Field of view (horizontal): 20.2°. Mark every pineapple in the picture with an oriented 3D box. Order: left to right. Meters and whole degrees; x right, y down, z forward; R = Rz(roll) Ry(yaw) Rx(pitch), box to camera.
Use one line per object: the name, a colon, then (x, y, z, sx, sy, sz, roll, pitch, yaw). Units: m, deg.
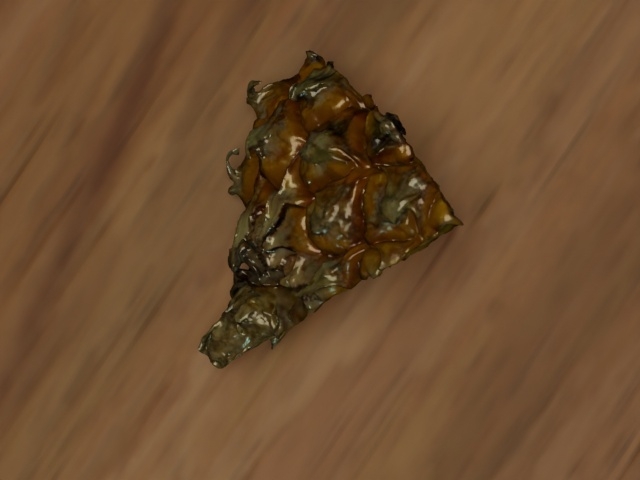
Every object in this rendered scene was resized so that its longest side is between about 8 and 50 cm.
pineapple: (0.000, 0.000, 0.637, 0.114, 0.077, 0.114, -50, 48, 12)
